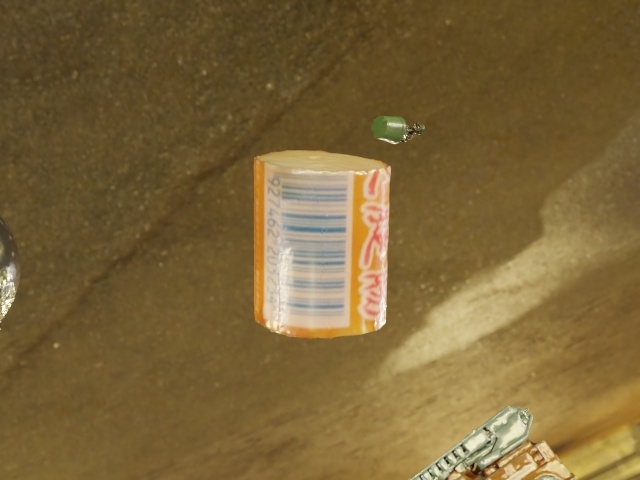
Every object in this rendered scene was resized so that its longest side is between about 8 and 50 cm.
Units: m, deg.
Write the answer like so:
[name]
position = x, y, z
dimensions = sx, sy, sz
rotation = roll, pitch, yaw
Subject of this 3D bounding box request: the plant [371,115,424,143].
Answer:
[plant]
position = 0.138, -0.192, 1.774
dimensions = 0.102, 0.051, 0.051
rotation = 3, 145, -39

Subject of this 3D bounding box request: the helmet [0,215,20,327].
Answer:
[helmet]
position = -0.523, 0.027, 1.442
dimensions = 0.279, 0.231, 0.160
rotation = 97, 18, -54

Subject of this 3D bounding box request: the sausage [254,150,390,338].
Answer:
[sausage]
position = 0.000, 0.000, 1.713
dimensions = 0.233, 0.287, 0.233
rotation = 0, -168, 0

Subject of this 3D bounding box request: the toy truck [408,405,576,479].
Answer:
[toy truck]
position = 0.264, 0.445, 1.779
dimensions = 0.338, 0.184, 0.133
rotation = -34, 164, 4
